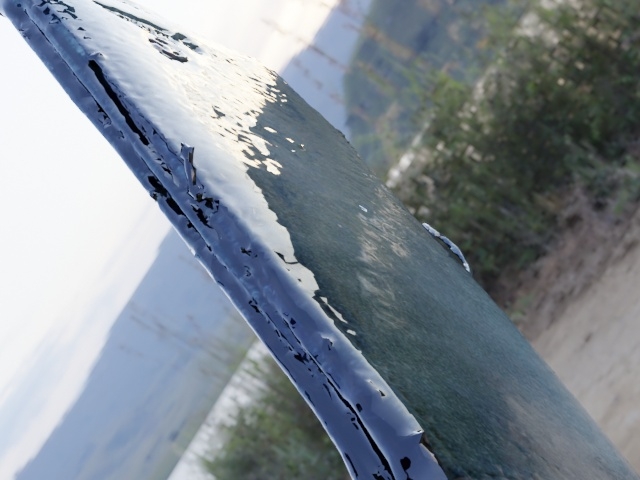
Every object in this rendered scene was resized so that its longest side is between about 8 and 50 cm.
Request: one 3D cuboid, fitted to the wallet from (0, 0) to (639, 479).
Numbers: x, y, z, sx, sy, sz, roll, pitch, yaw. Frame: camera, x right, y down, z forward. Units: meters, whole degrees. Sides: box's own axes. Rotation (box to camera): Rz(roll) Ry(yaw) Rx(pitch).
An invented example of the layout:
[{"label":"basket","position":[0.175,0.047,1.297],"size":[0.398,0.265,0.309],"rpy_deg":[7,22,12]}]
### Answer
[{"label":"wallet","position":[0.000,0.000,0.522],"size":[0.046,0.190,0.379],"rpy_deg":[-53,47,14]}]
